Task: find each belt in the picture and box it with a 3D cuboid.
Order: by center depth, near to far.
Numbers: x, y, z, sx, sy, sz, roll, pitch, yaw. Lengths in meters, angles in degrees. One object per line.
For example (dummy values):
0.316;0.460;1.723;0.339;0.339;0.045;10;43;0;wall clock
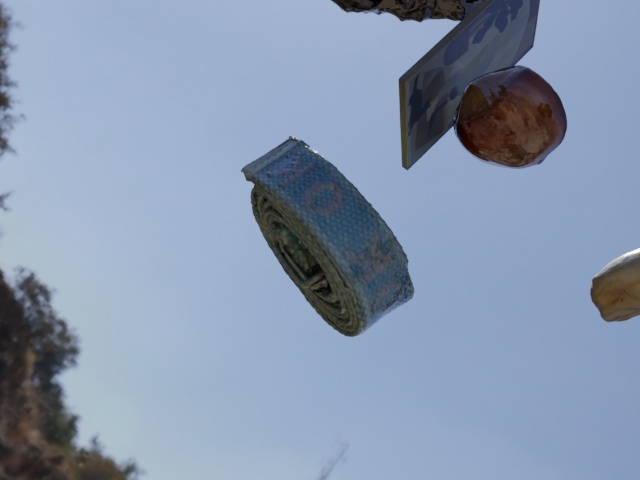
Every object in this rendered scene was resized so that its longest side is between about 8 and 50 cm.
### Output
0.005;0.006;0.865;0.163;0.082;0.147;41;-25;42;belt

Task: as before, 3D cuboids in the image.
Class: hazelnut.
0.143;-0.091;0.724;0.086;0.086;0.086;31;-27;18;hazelnut

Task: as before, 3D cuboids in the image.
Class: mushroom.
0.512;0.063;1.234;0.351;0.095;0.122;3;-84;45;mushroom

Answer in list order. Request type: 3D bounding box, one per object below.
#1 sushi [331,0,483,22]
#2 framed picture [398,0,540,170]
0.141;-0.462;1.261;0.329;0.327;0.285;9;-57;-5;sushi
0.144;-0.169;0.909;0.010;0.201;0.136;38;-20;24;framed picture
